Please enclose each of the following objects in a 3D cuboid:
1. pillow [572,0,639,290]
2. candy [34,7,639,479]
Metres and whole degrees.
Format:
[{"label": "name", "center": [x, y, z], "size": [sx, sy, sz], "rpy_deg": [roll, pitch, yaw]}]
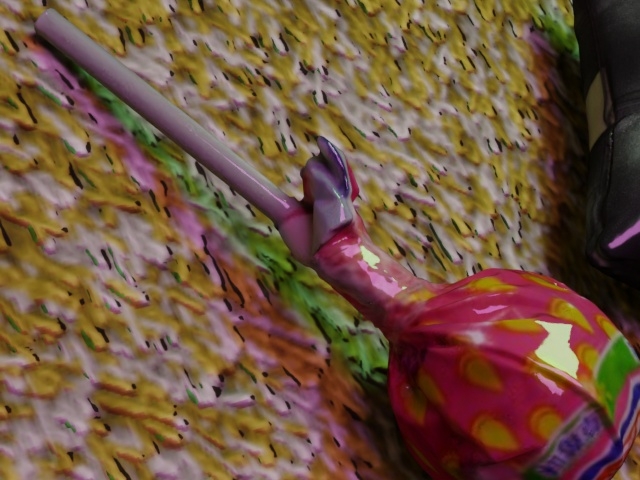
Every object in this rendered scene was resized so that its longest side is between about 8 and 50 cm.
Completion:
[{"label": "pillow", "center": [0.230, -0.057, 0.864], "size": [0.186, 0.106, 0.250], "rpy_deg": [24, 50, -26]}, {"label": "candy", "center": [0.000, 0.000, 0.706], "size": [0.365, 0.124, 0.124], "rpy_deg": [39, 49, 7]}]
